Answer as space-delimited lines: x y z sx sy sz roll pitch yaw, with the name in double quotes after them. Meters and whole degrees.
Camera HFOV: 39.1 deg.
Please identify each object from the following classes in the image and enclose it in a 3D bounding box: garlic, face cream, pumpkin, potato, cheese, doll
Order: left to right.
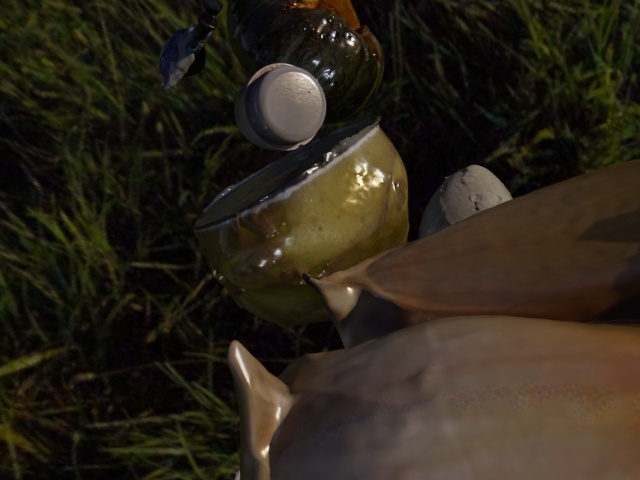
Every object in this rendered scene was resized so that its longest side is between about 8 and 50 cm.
-0.206 -0.293 1.390 0.195 0.070 0.096 -41 25 49 "doll"
-0.057 -0.178 1.220 0.104 0.117 0.117 -3 59 64 "face cream"
-0.027 -0.351 1.599 0.192 0.320 0.320 -42 52 22 "pumpkin"
0.000 0.000 0.984 0.246 0.300 0.196 -32 98 2 "potato"
0.243 -0.004 1.500 0.154 0.189 0.198 0 49 -13 "cheese"
0.135 0.061 0.393 0.313 0.249 0.286 -21 55 12 "garlic"

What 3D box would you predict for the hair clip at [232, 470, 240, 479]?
-0.134 0.416 1.328 0.071 0.159 0.218 33 127 1 "hair clip"
